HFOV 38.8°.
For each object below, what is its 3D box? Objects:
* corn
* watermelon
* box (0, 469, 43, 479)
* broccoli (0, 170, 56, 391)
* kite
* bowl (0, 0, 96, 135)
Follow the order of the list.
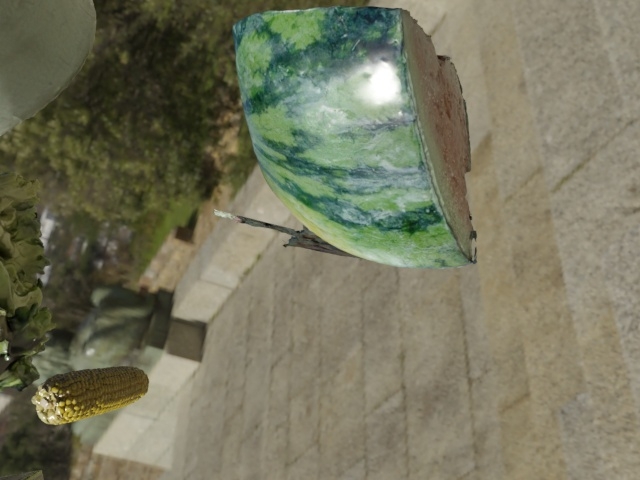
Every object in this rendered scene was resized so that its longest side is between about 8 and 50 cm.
[{"bbox_3d":[-0.421,0.282,1.695,0.091,0.260,0.091,4,93,27],"label":"corn"},{"bbox_3d":[0.048,-0.126,0.832,0.213,0.261,0.201,11,47,30],"label":"watermelon"},{"bbox_3d":[-0.528,0.393,1.331,0.141,0.220,0.064,119,143,-82],"label":"box"},{"bbox_3d":[-0.434,0.037,1.074,0.348,0.293,0.281,-50,-8,-39],"label":"broccoli"},{"bbox_3d":[0.000,0.001,1.508,0.406,0.368,0.014,143,141,-79],"label":"kite"},{"bbox_3d":[-0.316,-0.195,0.601,0.146,0.313,0.313,94,175,-49],"label":"bowl"}]
